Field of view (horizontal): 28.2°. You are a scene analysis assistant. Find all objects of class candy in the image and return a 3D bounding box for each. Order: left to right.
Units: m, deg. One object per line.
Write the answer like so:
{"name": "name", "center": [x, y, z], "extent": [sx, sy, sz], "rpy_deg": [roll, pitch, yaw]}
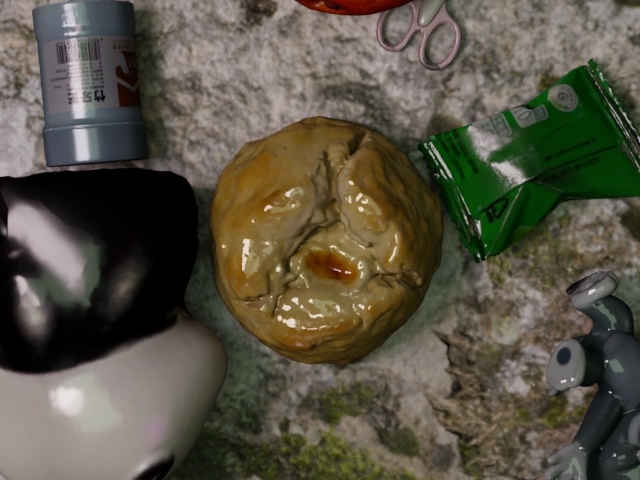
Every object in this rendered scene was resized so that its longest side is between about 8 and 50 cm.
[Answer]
{"name": "candy", "center": [0.212, -0.074, 1.229], "extent": [0.203, 0.078, 0.141], "rpy_deg": [-26, 92, 0]}

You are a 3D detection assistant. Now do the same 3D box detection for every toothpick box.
{"name": "toothpick box", "center": [-0.224, -0.151, 1.241], "extent": [0.101, 0.101, 0.153], "rpy_deg": [-4, 94, 5]}

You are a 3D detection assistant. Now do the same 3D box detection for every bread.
{"name": "bread", "center": [0.000, 0.000, 1.220], "extent": [0.244, 0.134, 0.244], "rpy_deg": [0, 96, 2]}

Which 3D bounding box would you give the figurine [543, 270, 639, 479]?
{"name": "figurine", "center": [0.275, 0.173, 1.214], "extent": [0.193, 0.140, 0.265], "rpy_deg": [-23, 79, -17]}

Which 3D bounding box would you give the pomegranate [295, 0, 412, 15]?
{"name": "pomegranate", "center": [0.040, -0.331, 1.156], "extent": [0.221, 0.221, 0.256], "rpy_deg": [24, 79, 2]}

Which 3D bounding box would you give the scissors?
{"name": "scissors", "center": [0.122, -0.258, 1.247], "extent": [0.085, 0.022, 0.176], "rpy_deg": [25, 99, 4]}

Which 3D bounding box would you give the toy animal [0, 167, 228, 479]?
{"name": "toy animal", "center": [-0.223, 0.095, 1.199], "extent": [0.251, 0.251, 0.309], "rpy_deg": [-6, 88, 5]}
